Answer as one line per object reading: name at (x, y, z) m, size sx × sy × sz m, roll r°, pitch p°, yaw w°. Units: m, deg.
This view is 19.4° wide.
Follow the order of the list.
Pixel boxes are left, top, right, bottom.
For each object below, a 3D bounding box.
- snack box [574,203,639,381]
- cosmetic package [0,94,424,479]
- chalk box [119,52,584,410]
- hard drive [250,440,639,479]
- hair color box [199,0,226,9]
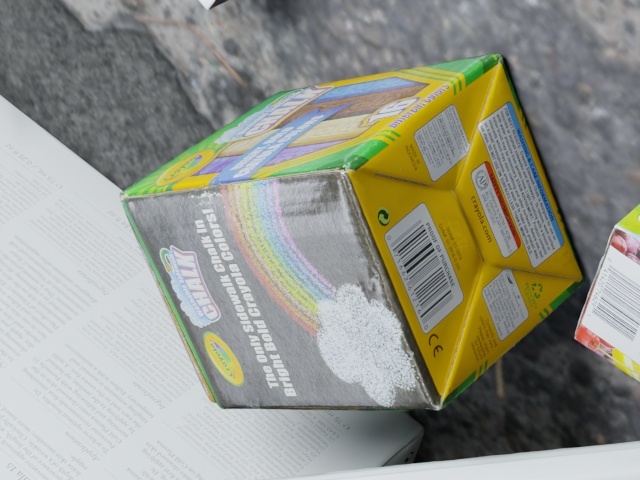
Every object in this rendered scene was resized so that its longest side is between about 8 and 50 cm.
snack box at (0.232, 0.030, 0.717) m, size 0.207 × 0.174 × 0.070 m, roll 34°, pitch 138°, yaw 23°
cosmetic package at (-0.176, 0.097, 1.080) m, size 0.377 × 0.284 × 0.097 m, roll 38°, pitch 138°, yaw 20°
chalk box at (0.000, 0.000, 0.960) m, size 0.213 × 0.132 × 0.132 m, roll -3°, pitch 116°, yaw 47°
hard drive at (0.072, 0.202, 0.924) m, size 0.040 × 0.308 × 0.203 m, roll -106°, pitch 12°, yaw -67°
hair color box at (-0.074, -0.211, 0.942) m, size 0.167 × 0.053 × 0.093 m, roll 51°, pitch 139°, yaw 5°
